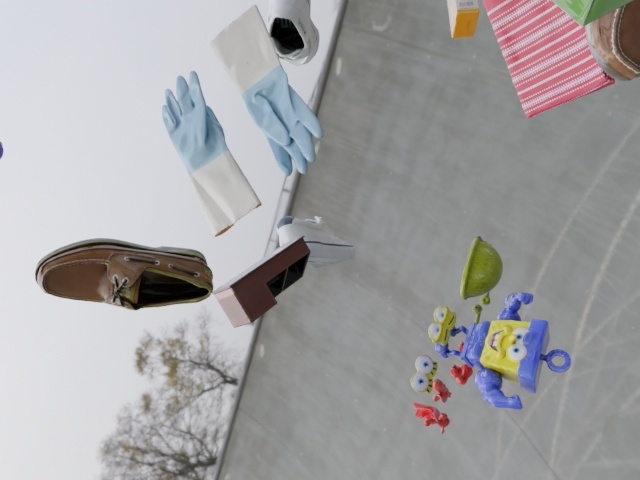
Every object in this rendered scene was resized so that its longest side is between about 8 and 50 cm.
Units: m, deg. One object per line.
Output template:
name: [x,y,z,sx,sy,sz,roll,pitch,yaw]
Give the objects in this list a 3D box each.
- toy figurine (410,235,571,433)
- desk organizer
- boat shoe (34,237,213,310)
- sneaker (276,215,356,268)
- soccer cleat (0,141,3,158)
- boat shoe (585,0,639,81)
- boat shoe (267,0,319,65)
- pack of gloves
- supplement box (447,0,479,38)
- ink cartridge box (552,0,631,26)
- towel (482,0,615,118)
toy figurine: [0.329,0.177,1.028,0.191,0.217,0.362,55,-128,-41]
desk organizer: [-0.063,0.049,0.722,0.130,0.050,0.047,-35,9,-40]
boat shoe: [-0.345,0.066,1.067,0.104,0.307,0.110,-125,38,-52]
sneaker: [0.000,0.000,1.124,0.258,0.094,0.091,13,-116,-69]
soccer cleat: [-0.881,-0.150,1.420,0.318,0.116,0.108,-45,-11,-51]
boat shoe: [0.420,-0.342,0.691,0.324,0.123,0.116,-65,14,-4]
boat shoe: [-0.051,-0.310,0.896,0.226,0.083,0.075,66,-144,-78]
pack of gloves: [-0.102,-0.151,0.774,0.195,0.232,0.046,-32,-16,20]
supplement box: [0.223,-0.380,0.936,0.062,0.036,0.098,77,-169,-70]
ink cartridge box: [0.286,-0.287,0.535,0.209,0.109,0.062,-29,-25,-14]
towel: [0.443,-0.401,1.175,0.031,0.274,0.199,-24,4,-36]
